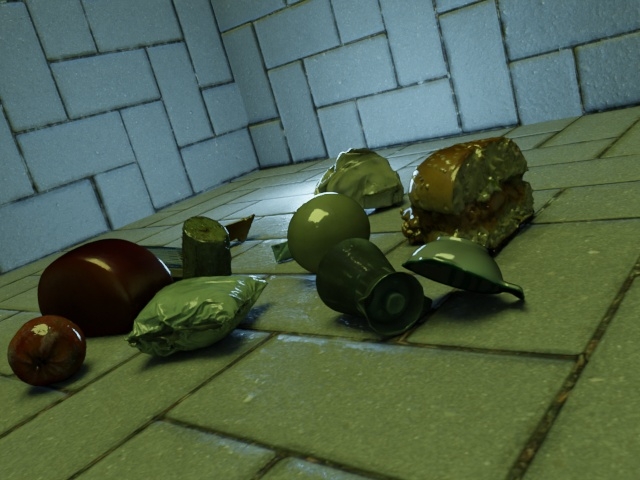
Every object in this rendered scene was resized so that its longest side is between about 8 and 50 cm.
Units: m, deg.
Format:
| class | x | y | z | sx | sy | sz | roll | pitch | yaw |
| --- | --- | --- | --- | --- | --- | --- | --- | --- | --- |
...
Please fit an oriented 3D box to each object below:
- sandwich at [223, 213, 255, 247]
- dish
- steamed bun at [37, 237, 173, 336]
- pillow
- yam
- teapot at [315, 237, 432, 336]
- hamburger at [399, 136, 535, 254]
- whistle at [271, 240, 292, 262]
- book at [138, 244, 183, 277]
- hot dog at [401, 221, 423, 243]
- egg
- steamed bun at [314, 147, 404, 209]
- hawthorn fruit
| class | x | y | z | sx | sy | sz | roll | pitch | yaw |
| --- | --- | --- | --- | --- | --- | --- | --- | --- | --- |
| sandwich | -0.351 | -0.020 | 2.345 | 0.245 | 0.088 | 0.090 | -23 | 7 | -13 |
| dish | 0.288 | 0.046 | 1.207 | 0.246 | 0.078 | 0.224 | 14 | -12 | 25 |
| steamed bun | -0.634 | 0.125 | 1.754 | 0.380 | 0.248 | 0.235 | -9 | 15 | 29 |
| pillow | -0.288 | 0.165 | 1.450 | 0.284 | 0.138 | 0.310 | -13 | 12 | 11 |
| yam | -0.321 | 0.072 | 1.708 | 0.154 | 0.254 | 0.154 | 5 | 23 | -2 |
| teapot | 0.116 | 0.100 | 1.264 | 0.203 | 0.170 | 0.225 | 11 | 9 | -27 |
| hamburger | 0.356 | -0.114 | 1.583 | 0.287 | 0.268 | 0.445 | -7 | 18 | 40 |
| whistle | 0.000 | 0.000 | 1.927 | 0.312 | 0.062 | 0.062 | -16 | 14 | -3 |
| book | -0.585 | 0.069 | 2.137 | 0.300 | 0.039 | 0.428 | 3 | 8 | -17 |
| hot dog | 0.320 | -0.058 | 1.784 | 0.100 | 0.068 | 0.249 | 19 | 36 | 27 |
| egg | 0.023 | -0.019 | 1.657 | 0.219 | 0.219 | 0.269 | -8 | 11 | 28 |
| steamed bun | 0.147 | -0.240 | 2.325 | 0.394 | 0.237 | 0.347 | -3 | 19 | 43 |
| hawthorn fruit | -0.648 | 0.256 | 1.444 | 0.173 | 0.172 | 0.173 | -15 | 14 | 4 |
